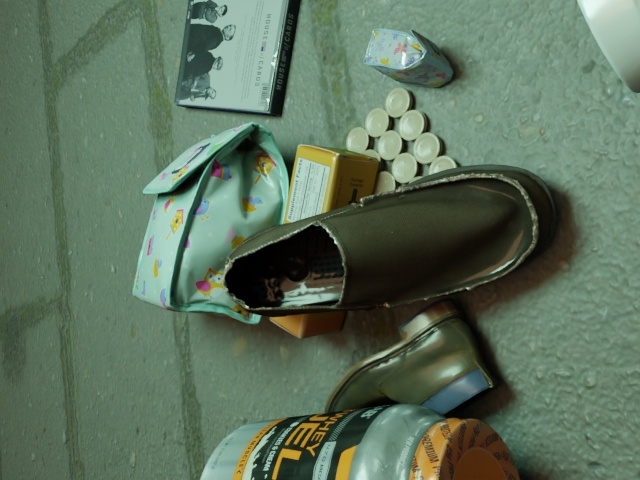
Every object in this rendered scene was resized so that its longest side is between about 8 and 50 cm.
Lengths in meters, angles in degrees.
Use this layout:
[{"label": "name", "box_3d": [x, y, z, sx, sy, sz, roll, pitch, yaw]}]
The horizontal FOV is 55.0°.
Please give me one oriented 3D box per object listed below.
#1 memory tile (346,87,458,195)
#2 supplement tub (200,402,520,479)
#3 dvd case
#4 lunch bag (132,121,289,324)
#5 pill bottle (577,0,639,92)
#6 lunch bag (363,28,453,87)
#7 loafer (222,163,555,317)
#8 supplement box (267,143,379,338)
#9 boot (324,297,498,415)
[{"label": "memory tile", "box_3d": [0.095, -0.101, 0.747, 0.113, 0.012, 0.148, -43, 62, 32]}, {"label": "supplement tub", "box_3d": [0.033, 0.275, 0.640, 0.316, 0.193, 0.194, -20, 75, 39]}, {"label": "dvd case", "box_3d": [-0.137, -0.290, 0.951, 0.238, 0.029, 0.179, 15, 98, 40]}, {"label": "lunch bag", "box_3d": [-0.154, -0.030, 0.851, 0.223, 0.160, 0.262, 1, 79, 62]}, {"label": "pill bottle", "box_3d": [0.345, -0.233, 0.429, 0.301, 0.169, 0.169, -27, 70, 37]}, {"label": "lunch bag", "box_3d": [0.105, -0.209, 0.705, 0.083, 0.071, 0.053, 27, 102, 41]}, {"label": "loafer", "box_3d": [0.057, 0.021, 0.639, 0.366, 0.130, 0.134, -17, 94, 19]}, {"label": "supplement box", "box_3d": [0.000, 0.000, 0.775, 0.080, 0.078, 0.233, 26, 109, 42]}, {"label": "boot", "box_3d": [0.094, 0.172, 0.689, 0.219, 0.082, 0.106, -49, 56, 26]}]
